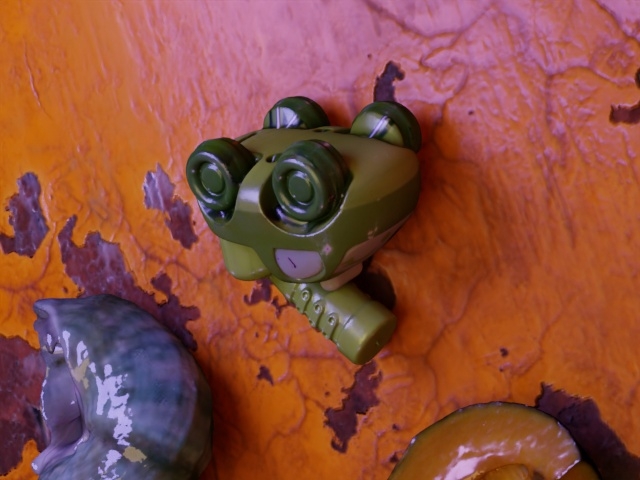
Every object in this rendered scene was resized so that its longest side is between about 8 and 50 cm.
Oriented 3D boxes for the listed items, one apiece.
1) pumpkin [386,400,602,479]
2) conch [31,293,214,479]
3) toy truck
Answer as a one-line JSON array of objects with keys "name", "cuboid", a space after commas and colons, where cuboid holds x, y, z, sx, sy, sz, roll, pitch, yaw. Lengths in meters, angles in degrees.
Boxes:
[{"name": "pumpkin", "cuboid": [0.129, 0.241, 1.250, 0.254, 0.130, 0.149, -43, 32, 13]}, {"name": "conch", "cuboid": [-0.186, 0.185, 1.385, 0.220, 0.195, 0.277, 4, 122, 50]}, {"name": "toy truck", "cuboid": [-0.014, -0.016, 1.278, 0.187, 0.148, 0.210, 24, 128, 29]}]
